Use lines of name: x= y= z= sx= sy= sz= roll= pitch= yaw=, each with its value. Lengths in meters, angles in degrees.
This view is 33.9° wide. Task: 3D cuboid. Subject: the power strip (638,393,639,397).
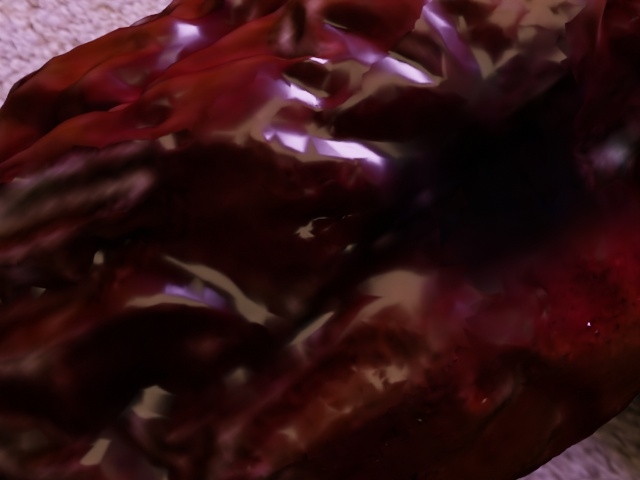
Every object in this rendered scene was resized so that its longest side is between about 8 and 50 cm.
power strip: x=0.215 y=0.060 z=0.596 sx=0.046 sy=0.118 sz=0.270 roll=-27 pitch=59 yaw=-16

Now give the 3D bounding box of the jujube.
jujube: x=0.000 y=0.002 z=0.491 sx=0.376 sy=0.276 sz=0.276 roll=-28 pitch=55 yaw=2
